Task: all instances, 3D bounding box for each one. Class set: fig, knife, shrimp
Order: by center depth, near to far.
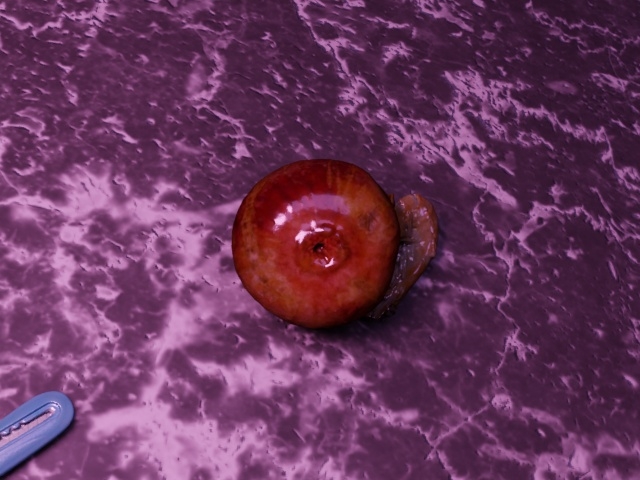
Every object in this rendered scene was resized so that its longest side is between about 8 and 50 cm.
[{"bbox_3d":[-0.340,0.211,1.067,0.222,0.031,0.064,-29,68,-32],"label":"knife"},{"bbox_3d":[-0.001,0.001,1.232,0.205,0.205,0.205,9,57,-14],"label":"fig"},{"bbox_3d":[0.096,0.021,1.310,0.041,0.099,0.180,9,56,36],"label":"shrimp"}]
